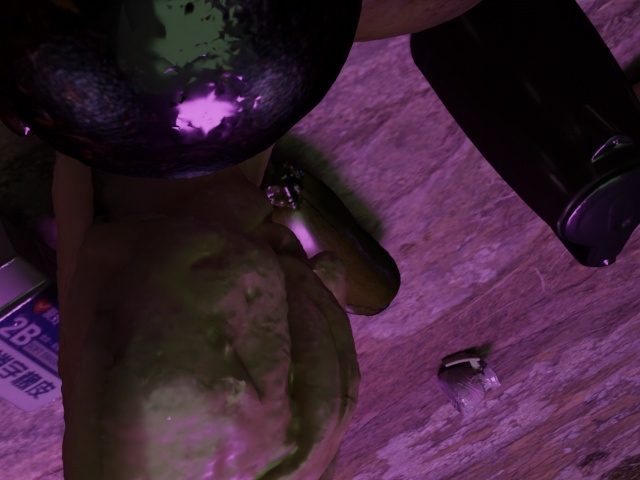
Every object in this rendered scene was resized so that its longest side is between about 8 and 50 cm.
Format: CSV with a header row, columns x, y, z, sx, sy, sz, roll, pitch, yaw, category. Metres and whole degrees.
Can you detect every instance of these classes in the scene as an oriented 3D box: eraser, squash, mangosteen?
x,y,z,sx,sy,sz,roll,pitch,yaw,category
-0.267,0.066,1.243,0.124,0.068,0.210,-32,150,4,eraser
0.002,0.000,1.359,0.087,0.087,0.331,-32,150,6,squash
-0.092,-0.178,0.813,0.288,0.288,0.288,-22,150,-13,mangosteen

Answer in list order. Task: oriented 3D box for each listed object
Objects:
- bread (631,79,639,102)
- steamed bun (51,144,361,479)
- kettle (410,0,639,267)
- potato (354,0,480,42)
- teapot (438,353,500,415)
x,y,z,sx,sy,sz,roll,pitch,yaw,category
0.405,-0.156,1.492,0.286,0.056,0.207,-24,154,-9,bread
-0.090,0.069,1.084,0.230,0.372,0.324,-2,138,-7,steamed bun
0.188,-0.094,1.218,0.144,0.232,0.202,-20,150,-14,kettle
0.070,-0.223,1.043,0.269,0.112,0.255,-42,150,25,potato
0.188,0.175,1.831,0.064,0.064,0.083,-32,120,-10,teapot
